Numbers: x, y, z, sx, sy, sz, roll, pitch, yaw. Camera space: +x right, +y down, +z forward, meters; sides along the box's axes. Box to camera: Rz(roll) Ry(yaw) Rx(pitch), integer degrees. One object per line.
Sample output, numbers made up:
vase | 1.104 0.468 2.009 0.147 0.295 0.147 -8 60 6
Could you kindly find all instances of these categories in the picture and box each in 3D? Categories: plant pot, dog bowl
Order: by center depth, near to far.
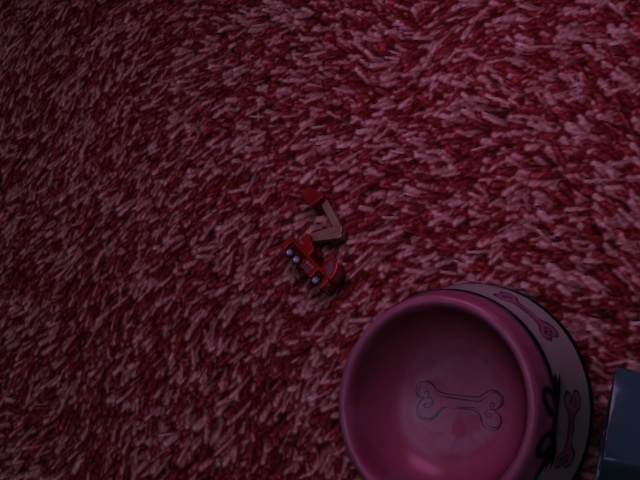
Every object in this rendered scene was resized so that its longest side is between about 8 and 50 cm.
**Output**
plant pot | 0.518 0.311 1.376 0.234 0.165 0.165 9 48 15
dog bowl | 0.207 0.260 1.533 0.408 0.150 0.407 -7 78 32

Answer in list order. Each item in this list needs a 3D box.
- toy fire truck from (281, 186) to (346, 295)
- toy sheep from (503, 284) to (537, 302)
toy fire truck | 0.000 0.000 1.872 0.135 0.047 0.192 -45 56 2
toy sheep | 0.329 0.133 1.616 0.091 0.091 0.132 -27 59 15
